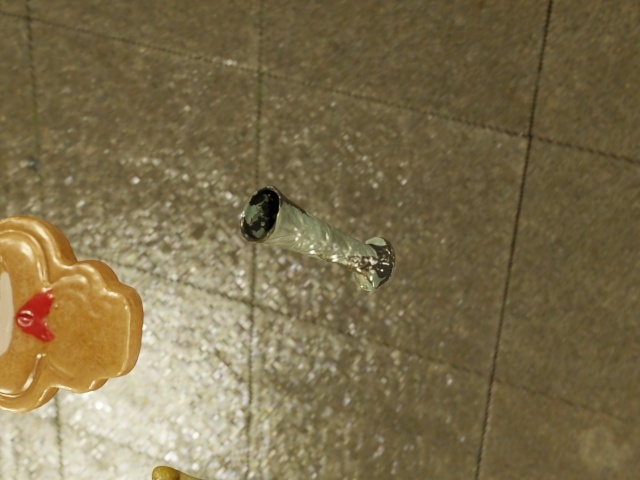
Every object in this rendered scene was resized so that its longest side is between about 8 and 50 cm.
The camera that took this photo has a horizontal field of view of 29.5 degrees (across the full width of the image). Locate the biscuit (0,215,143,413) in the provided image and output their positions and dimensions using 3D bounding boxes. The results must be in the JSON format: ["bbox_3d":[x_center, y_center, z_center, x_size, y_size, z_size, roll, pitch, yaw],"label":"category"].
[{"bbox_3d":[-0.332,0.071,1.254,0.334,0.047,0.202,9,94,24],"label":"biscuit"}]

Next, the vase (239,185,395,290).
[{"bbox_3d":[0.000,0.000,1.203,0.059,0.059,0.167,-28,143,36],"label":"vase"}]

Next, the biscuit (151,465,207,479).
[{"bbox_3d":[-0.065,0.178,0.767,0.081,0.083,0.018,24,107,-25],"label":"biscuit"}]
